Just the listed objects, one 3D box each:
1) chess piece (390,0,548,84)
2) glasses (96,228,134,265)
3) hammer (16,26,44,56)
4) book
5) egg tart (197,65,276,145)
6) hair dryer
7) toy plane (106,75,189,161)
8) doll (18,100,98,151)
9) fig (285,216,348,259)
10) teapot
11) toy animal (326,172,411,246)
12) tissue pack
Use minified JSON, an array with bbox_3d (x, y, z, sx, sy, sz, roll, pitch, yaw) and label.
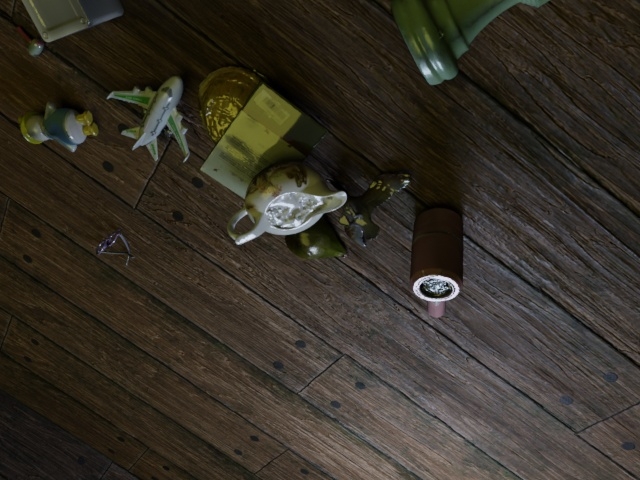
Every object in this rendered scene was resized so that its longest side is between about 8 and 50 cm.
[{"bbox_3d":[0.301,-0.447,1.023,0.299,0.194,0.194,-26,112,22],"label":"chess piece"},{"bbox_3d":[-0.659,0.029,1.791,0.140,0.062,0.104,-30,131,34],"label":"glasses"},{"bbox_3d":[-0.770,-0.530,1.439,0.052,0.031,0.083,-37,99,32],"label":"hammer"},{"bbox_3d":[-0.143,-0.222,1.338,0.201,0.026,0.289,34,119,-18],"label":"book"},{"bbox_3d":[-0.212,-0.307,1.355,0.232,0.098,0.252,28,125,-5],"label":"egg tart"},{"bbox_3d":[0.302,0.111,1.405,0.125,0.210,0.352,0,138,14],"label":"hair dryer"},{"bbox_3d":[-0.415,-0.330,1.405,0.251,0.101,0.255,39,123,-9],"label":"toy plane"},{"bbox_3d":[-0.749,-0.320,1.535,0.241,0.098,0.135,4,164,19],"label":"doll"},{"bbox_3d":[-0.005,0.006,1.477,0.185,0.126,0.133,36,115,-2],"label":"fig"},{"bbox_3d":[-0.089,-0.088,1.329,0.298,0.139,0.204,-25,138,7],"label":"teapot"},{"bbox_3d":[0.091,-0.092,1.371,0.197,0.160,0.272,35,121,-4],"label":"toy animal"},{"bbox_3d":[-0.603,-0.608,1.255,0.160,0.136,0.246,-7,121,24],"label":"tissue pack"}]
